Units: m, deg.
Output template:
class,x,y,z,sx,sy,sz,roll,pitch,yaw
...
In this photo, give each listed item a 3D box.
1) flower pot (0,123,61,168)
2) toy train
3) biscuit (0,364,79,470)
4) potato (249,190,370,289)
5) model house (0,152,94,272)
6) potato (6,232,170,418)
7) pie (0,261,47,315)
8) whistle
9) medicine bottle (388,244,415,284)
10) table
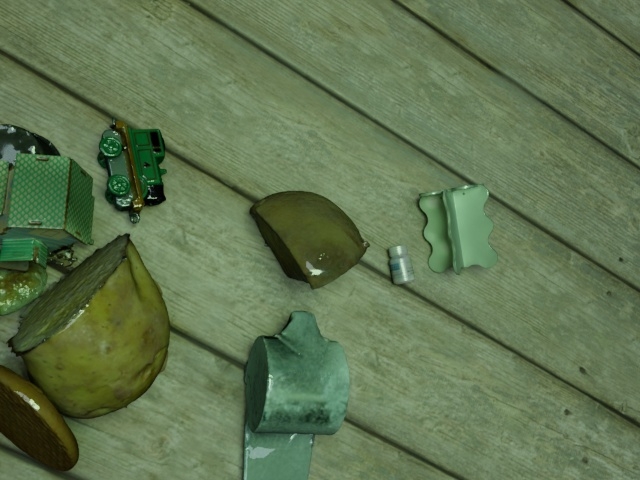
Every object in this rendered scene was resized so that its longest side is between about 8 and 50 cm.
class,x,y,z,sx,sy,sz,roll,pitch,yaw
flower pot,-0.599,-0.153,0.993,0.157,0.107,0.158,2,82,-14
toy train,-0.385,-0.151,1.061,0.136,0.091,0.228,-13,85,-27
biscuit,-0.519,0.301,0.884,0.262,0.262,0.037,46,44,-5
potato,-0.008,-0.034,1.063,0.211,0.264,0.190,-27,99,-12
model house,-0.494,-0.046,0.889,0.271,0.206,0.178,25,55,-51
potato,-0.387,0.176,0.944,0.288,0.301,0.237,-39,116,-5
pie,-0.625,0.032,0.931,0.240,0.054,0.241,28,46,-34
whistle,-0.071,0.354,1.049,0.168,0.188,0.405,9,112,-19
medicine bottle,0.190,0.057,1.205,0.052,0.052,0.089,-9,84,-17
table,0.326,-0.025,1.211,0.166,0.166,0.198,-10,93,-17
